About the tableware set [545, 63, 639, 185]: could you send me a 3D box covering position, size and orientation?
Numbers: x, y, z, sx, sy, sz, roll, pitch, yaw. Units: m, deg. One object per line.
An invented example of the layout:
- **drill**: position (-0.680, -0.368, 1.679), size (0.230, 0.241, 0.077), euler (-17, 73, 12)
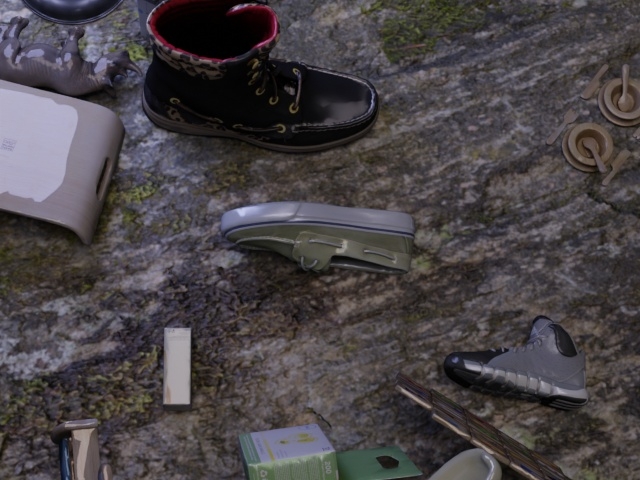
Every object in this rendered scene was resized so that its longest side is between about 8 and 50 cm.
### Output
- **tableware set**: position (0.474, -0.195, 1.911), size (0.128, 0.039, 0.194), euler (38, 73, 6)

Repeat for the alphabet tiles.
- **alphabet tiles**: position (0.251, 0.284, 1.615), size (0.343, 0.285, 0.011), euler (32, 91, 5)

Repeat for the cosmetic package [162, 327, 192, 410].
- **cosmetic package**: position (-0.210, 0.190, 1.710), size (0.041, 0.060, 0.115), euler (0, 71, -4)

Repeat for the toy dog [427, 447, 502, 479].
- **toy dog**: position (0.246, 0.539, 1.480), size (0.408, 0.284, 0.395), euler (39, 106, -25)

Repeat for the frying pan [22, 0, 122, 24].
- **frying pan**: position (-0.383, -0.506, 1.923), size (0.197, 0.053, 0.326), euler (23, 74, 0)

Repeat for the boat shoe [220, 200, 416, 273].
- **boat shoe**: position (0.000, 0.000, 1.768), size (0.303, 0.109, 0.094), euler (2, 74, -8)

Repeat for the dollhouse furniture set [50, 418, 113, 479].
- **dollhouse furniture set**: position (-0.436, 0.348, 1.517), size (0.304, 0.286, 0.198), euler (-4, 72, -19)

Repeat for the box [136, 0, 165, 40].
- **box**: position (-0.237, -0.413, 1.831), size (0.038, 0.186, 0.145), euler (27, 72, 5)

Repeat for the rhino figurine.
- **rhino figurine**: position (-0.401, -0.278, 1.832), size (0.243, 0.073, 0.106), euler (9, 68, -4)

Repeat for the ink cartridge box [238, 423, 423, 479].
- **ink cartridge box**: position (0.009, 0.301, 1.637), size (0.235, 0.171, 0.056), euler (-8, 95, -8)

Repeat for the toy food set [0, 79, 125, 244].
- **toy food set**: position (-0.472, -0.123, 1.778), size (0.306, 0.092, 0.219), euler (14, 60, -3)

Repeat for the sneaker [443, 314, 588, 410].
- **sneaker**: position (0.299, 0.170, 1.763), size (0.229, 0.086, 0.132), euler (16, 66, -11)

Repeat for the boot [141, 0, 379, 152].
- **boot**: position (-0.086, -0.251, 1.743), size (0.378, 0.284, 0.138), euler (7, 72, -3)
